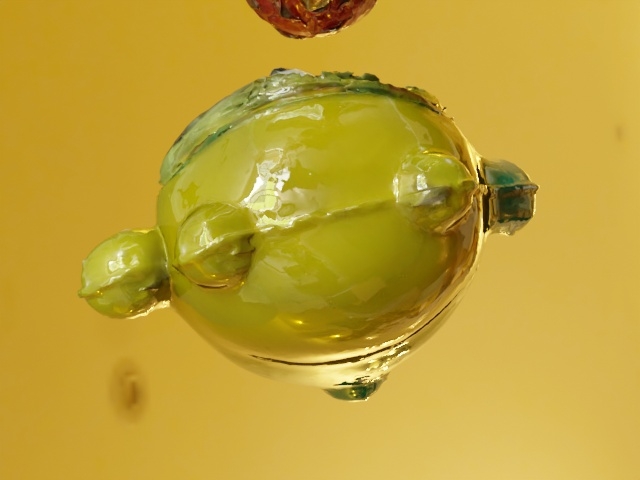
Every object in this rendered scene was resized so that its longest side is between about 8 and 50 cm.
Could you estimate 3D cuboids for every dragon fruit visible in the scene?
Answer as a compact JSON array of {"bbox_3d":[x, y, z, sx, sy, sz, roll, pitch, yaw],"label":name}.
[{"bbox_3d":[-0.011,-0.308,1.999,0.172,0.172,0.210,51,-152,-46],"label":"dragon fruit"}]

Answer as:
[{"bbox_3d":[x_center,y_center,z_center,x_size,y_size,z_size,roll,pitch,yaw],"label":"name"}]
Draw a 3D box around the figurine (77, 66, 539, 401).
[{"bbox_3d":[0.000,0.000,1.283,0.340,0.323,0.232,82,174,-86],"label":"figurine"}]
